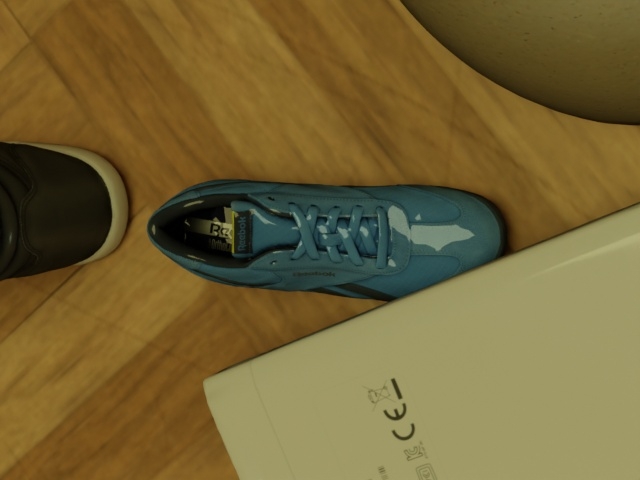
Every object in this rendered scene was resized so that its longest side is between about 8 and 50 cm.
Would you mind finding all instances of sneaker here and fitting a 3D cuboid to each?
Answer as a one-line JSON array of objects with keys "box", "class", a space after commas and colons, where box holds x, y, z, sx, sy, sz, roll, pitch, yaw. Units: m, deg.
[{"box": [0.000, 0.000, 1.104, 0.209, 0.082, 0.069, 3, 92, 23], "class": "sneaker"}, {"box": [-0.281, -0.020, 1.194, 0.295, 0.147, 0.105, 0, 94, 26], "class": "sneaker"}]

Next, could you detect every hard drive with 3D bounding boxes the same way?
[{"box": [0.131, 0.122, 1.056, 0.353, 0.047, 0.233, -23, 90, 24], "class": "hard drive"}]

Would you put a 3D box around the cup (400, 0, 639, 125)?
[{"box": [0.134, -0.223, 0.948, 0.331, 0.237, 0.331, 1, 93, 24], "class": "cup"}]
